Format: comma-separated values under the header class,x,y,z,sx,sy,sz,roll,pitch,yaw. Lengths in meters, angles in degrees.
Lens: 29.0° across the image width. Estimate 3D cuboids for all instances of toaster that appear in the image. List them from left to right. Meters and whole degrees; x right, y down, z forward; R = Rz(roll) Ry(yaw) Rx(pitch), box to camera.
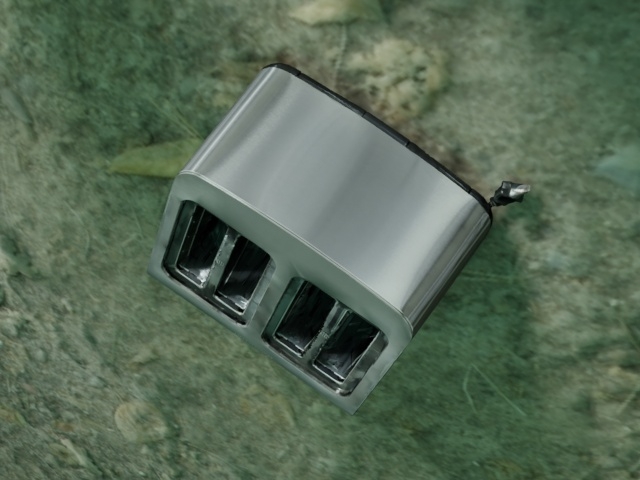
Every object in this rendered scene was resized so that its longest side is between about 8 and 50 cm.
class,x,y,z,sx,sy,sz,roll,pitch,yaw
toaster,0.000,0.000,0.742,0.168,0.110,0.186,34,147,3
